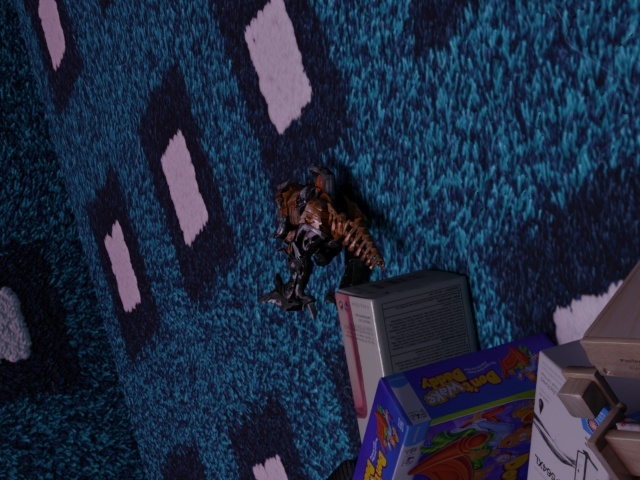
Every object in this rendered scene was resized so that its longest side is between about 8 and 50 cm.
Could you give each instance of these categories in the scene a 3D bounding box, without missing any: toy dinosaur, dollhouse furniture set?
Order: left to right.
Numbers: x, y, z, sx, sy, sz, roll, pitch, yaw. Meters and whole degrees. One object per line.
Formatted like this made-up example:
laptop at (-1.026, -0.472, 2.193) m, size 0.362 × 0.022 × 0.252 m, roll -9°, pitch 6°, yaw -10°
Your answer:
toy dinosaur at (0.000, 0.000, 2.080) m, size 0.322 × 0.164 × 0.218 m, roll -117°, pitch 34°, yaw -78°
dollhouse furniture set at (0.425, 0.167, 1.305) m, size 0.303 × 0.174 × 0.355 m, roll -3°, pitch 129°, yaw 55°

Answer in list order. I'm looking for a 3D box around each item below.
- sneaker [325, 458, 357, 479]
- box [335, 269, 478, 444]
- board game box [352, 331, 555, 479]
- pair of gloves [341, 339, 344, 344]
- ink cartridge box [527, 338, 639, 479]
sneaker at (0.039, 0.529, 2.331) m, size 0.122 × 0.146 × 0.331 m, roll -93°, pitch 21°, yaw -71°
box at (0.125, 0.168, 1.858) m, size 0.127 × 0.148 × 0.232 m, roll -172°, pitch 71°, yaw -66°
board game box at (0.163, 0.281, 1.722) m, size 0.347 × 0.233 × 0.078 m, roll 101°, pitch 148°, yaw -44°
pair of gloves at (0.097, 0.185, 2.046) m, size 0.159 × 0.023 × 0.198 m, roll 52°, pitch 155°, yaw 13°
ink cartridge box at (0.311, 0.234, 1.540) m, size 0.148 × 0.086 × 0.203 m, roll 43°, pitch 140°, yaw 53°
